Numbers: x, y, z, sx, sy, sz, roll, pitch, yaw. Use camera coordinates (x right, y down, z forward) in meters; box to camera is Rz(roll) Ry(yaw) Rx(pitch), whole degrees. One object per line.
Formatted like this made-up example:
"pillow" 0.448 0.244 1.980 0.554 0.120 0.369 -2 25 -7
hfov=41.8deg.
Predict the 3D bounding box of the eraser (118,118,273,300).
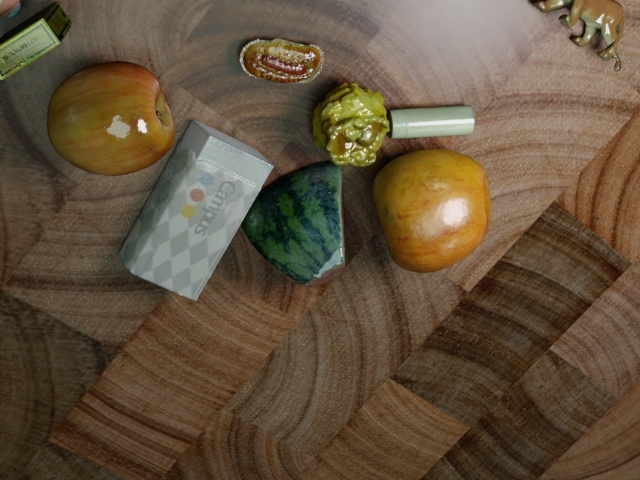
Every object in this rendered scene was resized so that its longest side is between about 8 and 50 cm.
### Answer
"eraser" -0.299 -0.067 1.985 0.213 0.082 0.396 26 109 -22

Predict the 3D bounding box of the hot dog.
"hot dog" -0.088 -0.403 1.877 0.192 0.053 0.099 4 111 -16

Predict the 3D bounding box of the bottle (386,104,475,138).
"bottle" 0.261 -0.282 1.996 0.202 0.072 0.072 -4 117 -9

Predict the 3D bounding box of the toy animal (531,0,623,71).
"toy animal" 0.613 -0.545 1.926 0.312 0.097 0.157 32 100 -25

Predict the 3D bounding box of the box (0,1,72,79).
"box" -0.583 -0.405 1.685 0.141 0.220 0.064 -32 117 4

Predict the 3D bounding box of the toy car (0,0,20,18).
"toy car" -0.647 -0.548 1.635 0.270 0.180 0.212 -42 126 10

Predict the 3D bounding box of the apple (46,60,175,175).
"apple" -0.449 -0.255 1.795 0.241 0.242 0.242 -10 118 8

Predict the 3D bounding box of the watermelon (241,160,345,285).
"watermelon" 0.009 -0.028 2.011 0.293 0.283 0.250 9 132 -43

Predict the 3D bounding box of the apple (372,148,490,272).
"apple" 0.269 -0.074 1.974 0.275 0.299 0.299 -10 118 6

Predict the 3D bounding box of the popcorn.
"popcorn" 0.072 -0.264 1.924 0.198 0.155 0.197 -5 107 -17
